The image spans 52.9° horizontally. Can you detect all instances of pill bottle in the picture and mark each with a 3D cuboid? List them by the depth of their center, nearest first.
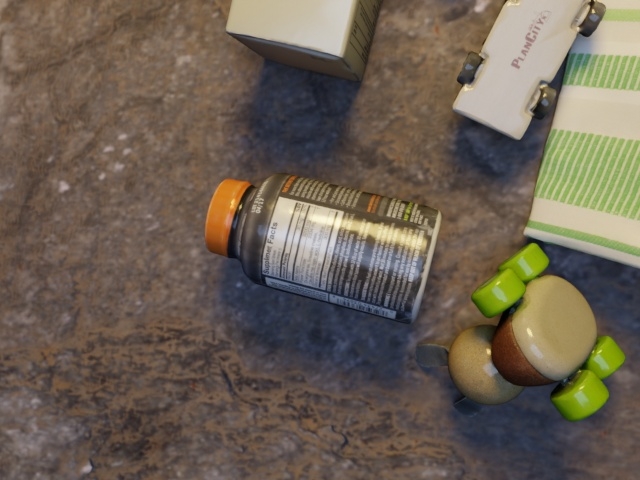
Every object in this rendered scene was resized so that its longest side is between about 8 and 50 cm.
[{"bbox_3d":[0.000,0.000,0.710,0.245,0.130,0.130,15,97,10],"label":"pill bottle"}]

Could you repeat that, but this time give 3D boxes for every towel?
[{"bbox_3d":[0.341,-0.131,0.618,0.248,0.038,0.325,20,102,44],"label":"towel"}]

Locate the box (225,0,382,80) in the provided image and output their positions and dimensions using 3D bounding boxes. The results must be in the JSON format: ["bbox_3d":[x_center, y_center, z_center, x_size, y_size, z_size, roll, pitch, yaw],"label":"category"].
[{"bbox_3d":[0.004,-0.303,0.673,0.126,0.148,0.232,16,97,9],"label":"box"}]

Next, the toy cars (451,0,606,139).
[{"bbox_3d":[0.189,-0.305,0.673,0.176,0.087,0.394,-13,96,10],"label":"toy cars"}]

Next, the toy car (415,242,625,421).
[{"bbox_3d":[0.197,0.125,0.706,0.155,0.149,0.188,53,130,6],"label":"toy car"}]
